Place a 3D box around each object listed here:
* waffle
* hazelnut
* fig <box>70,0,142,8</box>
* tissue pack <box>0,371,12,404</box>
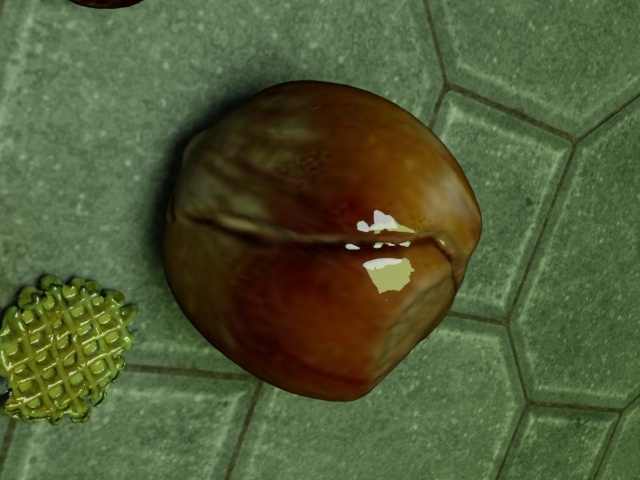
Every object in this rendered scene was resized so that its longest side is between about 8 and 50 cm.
[{"bbox_3d":[-0.297,0.129,0.984,0.169,0.036,0.183,26,93,-43],"label":"waffle"},{"bbox_3d":[0.000,0.000,0.987,0.372,0.315,0.372,-1,98,-8],"label":"hazelnut"},{"bbox_3d":[-0.196,-0.286,0.812,0.148,0.202,0.149,-59,167,15],"label":"fig"},{"bbox_3d":[-0.476,0.076,0.733,0.259,0.122,0.361,-32,135,-11],"label":"tissue pack"}]
